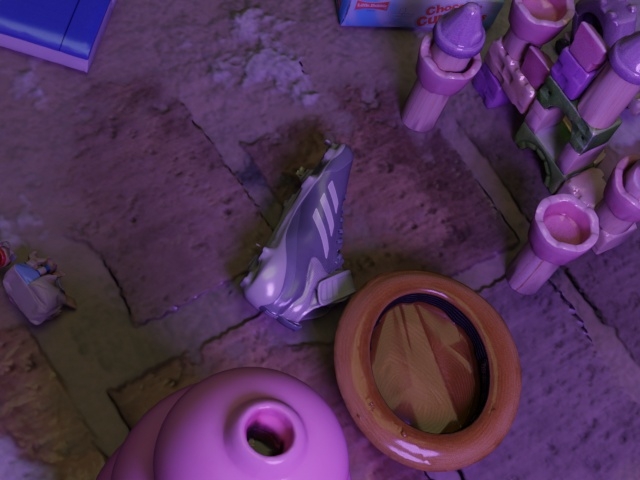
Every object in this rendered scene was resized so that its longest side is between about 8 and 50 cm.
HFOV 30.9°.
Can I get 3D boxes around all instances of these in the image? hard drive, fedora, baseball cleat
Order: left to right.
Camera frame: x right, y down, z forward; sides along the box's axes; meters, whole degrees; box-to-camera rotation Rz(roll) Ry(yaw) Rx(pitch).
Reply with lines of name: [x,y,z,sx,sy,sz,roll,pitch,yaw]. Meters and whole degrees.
hard drive: [-0.371,-0.313,1.232,0.319,0.040,0.210,17,59,-5]
baseball cleat: [0.000,0.000,1.148,0.109,0.072,0.206,36,63,-9]
fedora: [0.092,0.125,1.085,0.194,0.079,0.194,6,66,-13]

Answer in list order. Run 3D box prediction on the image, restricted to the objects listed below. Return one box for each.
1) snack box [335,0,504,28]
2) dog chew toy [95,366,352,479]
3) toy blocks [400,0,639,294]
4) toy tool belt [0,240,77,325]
snack box: [0.093,-0.397,1.388,0.187,0.060,0.322,-2,62,-15]
dog chew toy: [-0.068,0.197,0.854,0.207,0.332,0.206,6,61,-12]
toy blocks: [0.289,-0.155,1.188,0.309,0.260,0.288,-22,69,-24]
toy tool belt: [-0.264,0.036,1.067,0.083,0.052,0.051,51,30,11]
